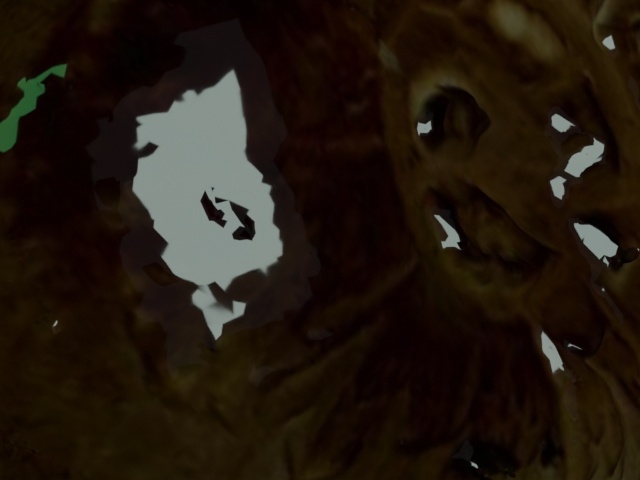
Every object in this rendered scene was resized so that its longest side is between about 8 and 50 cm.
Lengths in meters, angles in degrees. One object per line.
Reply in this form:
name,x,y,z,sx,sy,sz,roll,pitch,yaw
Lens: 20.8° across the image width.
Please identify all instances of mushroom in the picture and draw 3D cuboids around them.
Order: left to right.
mushroom,0.002,-0.009,0.504,0.278,0.163,0.297,37,55,-6
